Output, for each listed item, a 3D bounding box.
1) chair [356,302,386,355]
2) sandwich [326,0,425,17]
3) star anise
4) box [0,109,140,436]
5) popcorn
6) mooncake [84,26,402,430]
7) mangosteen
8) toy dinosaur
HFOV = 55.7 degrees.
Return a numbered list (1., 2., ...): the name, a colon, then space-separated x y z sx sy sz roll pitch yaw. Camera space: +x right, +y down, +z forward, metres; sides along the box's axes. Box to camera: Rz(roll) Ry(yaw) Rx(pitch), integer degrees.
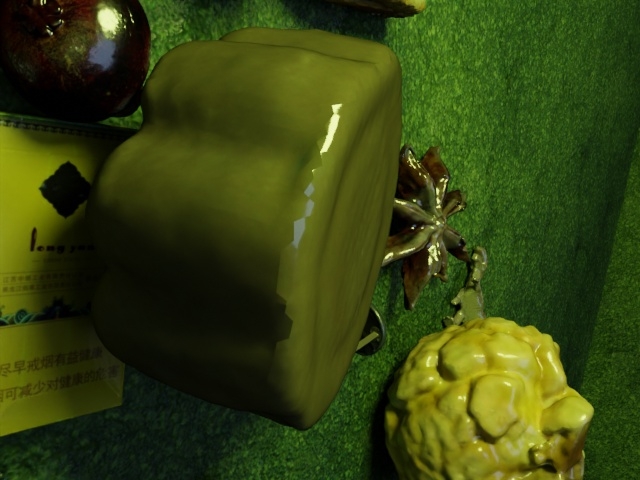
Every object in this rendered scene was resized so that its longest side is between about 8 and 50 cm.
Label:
1. chair: 0.017 0.145 0.865 0.221 0.095 0.104 -17 122 -49
2. sandwich: 0.062 -0.436 0.755 0.254 0.099 0.289 -7 106 -51
3. star anise: 0.175 -0.024 1.023 0.288 0.088 0.289 2 87 -42
4. box: -0.242 0.030 0.546 0.153 0.041 0.279 -2 101 -51
5. popcorn: 0.283 0.315 1.080 0.390 0.354 0.344 -47 180 29
6. mooncake: -0.050 -0.020 0.596 0.378 0.200 0.379 14 90 -76
7. mangosteen: -0.195 -0.158 0.502 0.140 0.140 0.140 -18 114 -48
8. toy dinosaur: 0.342 0.152 1.306 0.200 0.072 0.251 -54 128 -42
